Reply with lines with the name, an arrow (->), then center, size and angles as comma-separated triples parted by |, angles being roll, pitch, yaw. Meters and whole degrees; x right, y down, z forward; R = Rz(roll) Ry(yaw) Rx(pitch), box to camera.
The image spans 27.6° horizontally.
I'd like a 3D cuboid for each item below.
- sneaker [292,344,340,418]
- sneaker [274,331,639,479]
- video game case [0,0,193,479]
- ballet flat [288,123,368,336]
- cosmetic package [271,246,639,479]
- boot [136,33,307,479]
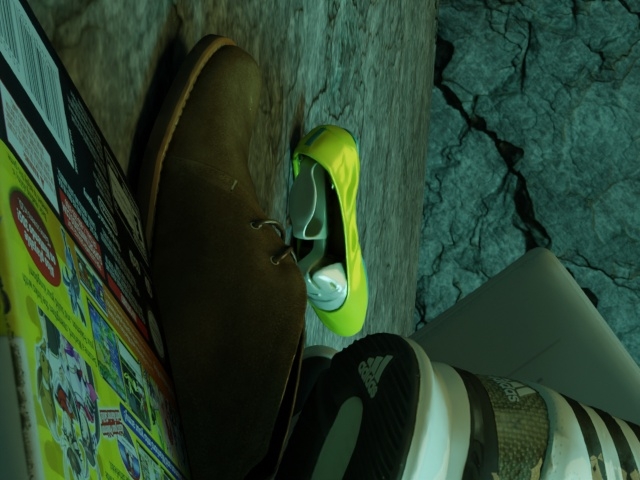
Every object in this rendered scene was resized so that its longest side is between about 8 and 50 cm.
sneaker -> -0.012, 0.251, 1.187 | 0.147, 0.105, 0.295 | -70, 168, -76
sneaker -> 0.061, 0.278, 0.703 | 0.169, 0.257, 0.447 | -113, -137, -62
video game case -> -0.095, 0.041, 0.507 | 0.275, 0.035, 0.248 | 75, 1, -66
ballet flat -> 0.000, 0.000, 1.281 | 0.077, 0.077, 0.231 | -34, 129, -51
cosmetic package -> 0.143, 0.267, 0.944 | 0.393, 0.329, 0.327 | 56, 3, 11
boot -> -0.055, 0.011, 0.766 | 0.112, 0.115, 0.305 | 77, 19, -58
